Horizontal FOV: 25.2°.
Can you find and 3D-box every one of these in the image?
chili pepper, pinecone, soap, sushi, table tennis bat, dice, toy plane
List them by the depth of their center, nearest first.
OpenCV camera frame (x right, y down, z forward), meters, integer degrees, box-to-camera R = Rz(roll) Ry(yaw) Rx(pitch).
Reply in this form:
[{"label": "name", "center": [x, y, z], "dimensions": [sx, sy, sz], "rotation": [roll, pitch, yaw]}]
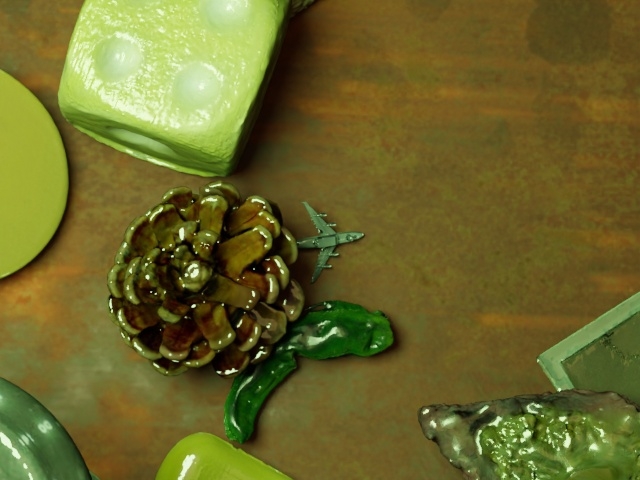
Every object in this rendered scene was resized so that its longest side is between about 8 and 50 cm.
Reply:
[{"label": "table tennis bat", "center": [-0.360, -0.097, 1.244], "dimensions": [0.321, 0.050, 0.198], "rotation": [42, 71, -19]}, {"label": "pinecone", "center": [-0.098, 0.035, 1.245], "dimensions": [0.150, 0.195, 0.179], "rotation": [28, 86, 17]}, {"label": "dice", "center": [-0.127, -0.162, 1.275], "dimensions": [0.166, 0.169, 0.169], "rotation": [20, 82, -2]}, {"label": "sushi", "center": [0.218, 0.191, 1.277], "dimensions": [0.161, 0.107, 0.241], "rotation": [-45, 85, -2]}, {"label": "soap", "center": [-0.081, 0.233, 1.286], "dimensions": [0.140, 0.045, 0.089], "rotation": [29, 78, 1]}, {"label": "chili pepper", "center": [-0.021, 0.108, 1.307], "dimensions": [0.182, 0.050, 0.073], "rotation": [-32, 92, -6]}, {"label": "toy plane", "center": [0.000, 0.001, 1.336], "dimensions": [0.084, 0.024, 0.078], "rotation": [-6, 101, -6]}]

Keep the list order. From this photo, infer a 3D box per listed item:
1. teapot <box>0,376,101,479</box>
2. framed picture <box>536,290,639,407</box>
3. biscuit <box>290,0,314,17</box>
[{"label": "teapot", "center": [-0.311, 0.237, 1.117], "dimensions": [0.300, 0.344, 0.253], "rotation": [-19, 83, -7]}, {"label": "framed picture", "center": [0.382, 0.131, 1.353], "dimensions": [0.293, 0.018, 0.231], "rotation": [-31, 86, -8]}, {"label": "biscuit", "center": [0.003, -0.281, 1.349], "dimensions": [0.168, 0.082, 0.070], "rotation": [-36, 79, -3]}]
